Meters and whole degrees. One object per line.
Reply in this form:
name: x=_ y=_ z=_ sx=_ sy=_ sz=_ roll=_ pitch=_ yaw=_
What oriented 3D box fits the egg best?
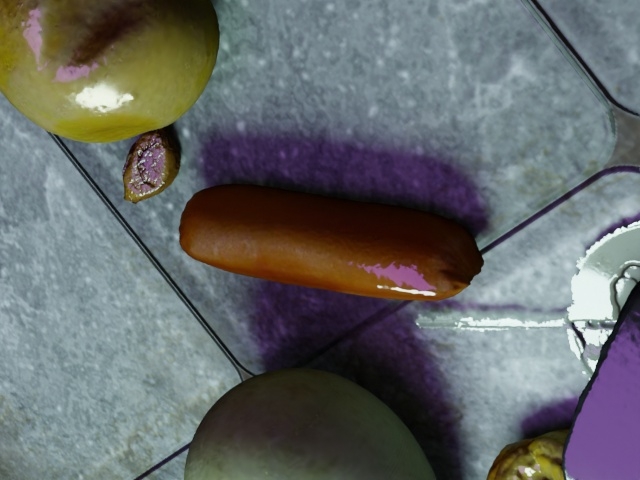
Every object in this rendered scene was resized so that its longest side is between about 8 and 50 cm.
egg: x=0.006 y=0.254 z=1.010 sx=0.295 sy=0.218 sz=0.218 roll=48 pitch=128 yaw=-7

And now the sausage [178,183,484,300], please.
sausage: x=0.000 y=0.000 z=0.969 sx=0.300 sy=0.089 sz=0.083 roll=7 pitch=110 yaw=28

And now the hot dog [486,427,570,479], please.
hot dog: x=0.257 y=0.293 z=0.942 sx=0.196 sy=0.122 sz=0.272 roll=-38 pitch=93 yaw=32

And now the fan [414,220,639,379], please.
fan: x=0.233 y=0.070 z=0.913 sx=0.329 sy=0.009 sz=0.190 roll=-4 pitch=113 yaw=29

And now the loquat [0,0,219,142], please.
loquat: x=-0.191 y=-0.186 z=0.923 sx=0.213 sy=0.213 sz=0.213 roll=13 pitch=119 yaw=25

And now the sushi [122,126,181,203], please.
sushi: x=-0.166 y=-0.073 z=1.060 sx=0.050 sy=0.047 sz=0.099 roll=34 pitch=110 yaw=-2

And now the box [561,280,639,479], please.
box: x=0.310 y=0.135 z=0.841 sx=0.201 sy=0.042 sz=0.212 roll=21 pitch=98 yaw=17
